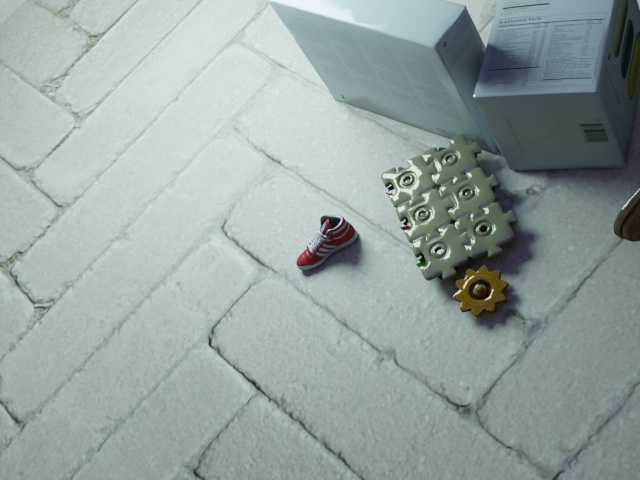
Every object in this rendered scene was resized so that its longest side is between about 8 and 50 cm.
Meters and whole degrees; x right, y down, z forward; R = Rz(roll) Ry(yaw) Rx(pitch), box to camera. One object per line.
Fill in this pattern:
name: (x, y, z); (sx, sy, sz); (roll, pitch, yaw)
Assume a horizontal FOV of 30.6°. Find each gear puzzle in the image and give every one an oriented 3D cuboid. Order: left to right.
gear puzzle: (0.226, -0.016, 1.887); (0.175, 0.044, 0.339); (-26, 52, 8)

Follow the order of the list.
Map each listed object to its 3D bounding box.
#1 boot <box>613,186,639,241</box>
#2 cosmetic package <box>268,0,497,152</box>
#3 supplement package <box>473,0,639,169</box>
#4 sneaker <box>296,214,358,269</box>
boot: (0.573, -0.070, 1.692); (0.305, 0.112, 0.115); (-30, 59, 4)
cosmetic package: (0.123, -0.310, 1.985); (0.377, 0.284, 0.097); (25, 71, 38)
supplement package: (0.390, -0.275, 1.867); (0.198, 0.199, 0.262); (1, 59, 29)
sneaker: (0.000, 0.000, 1.978); (0.118, 0.067, 0.042); (-33, 48, 5)
